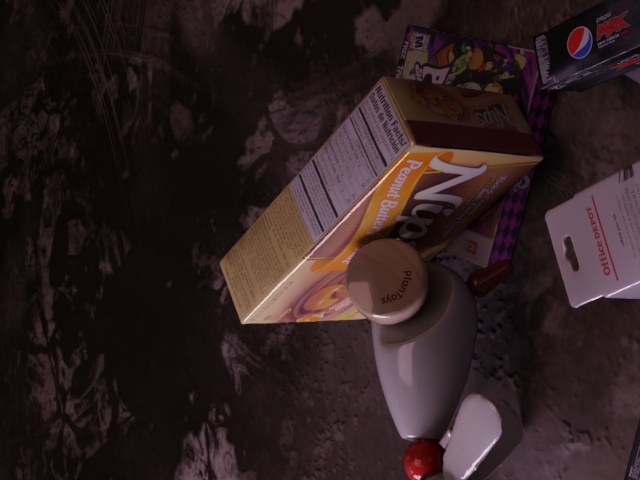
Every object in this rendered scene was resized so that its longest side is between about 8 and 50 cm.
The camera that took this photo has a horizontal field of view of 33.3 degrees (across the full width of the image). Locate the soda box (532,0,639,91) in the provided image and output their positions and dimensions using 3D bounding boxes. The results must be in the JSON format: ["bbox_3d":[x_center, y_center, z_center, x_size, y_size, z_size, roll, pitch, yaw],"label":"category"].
[{"bbox_3d":[0.269,-0.182,0.934,0.169,0.060,0.053,-20,76,52],"label":"soda box"}]

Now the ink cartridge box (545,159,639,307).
[{"bbox_3d":[0.299,-0.013,0.964,0.180,0.060,0.104,-31,64,45],"label":"ink cartridge box"}]

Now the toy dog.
[{"bbox_3d":[0.144,0.146,1.058,0.161,0.220,0.334,-18,90,11],"label":"toy dog"}]

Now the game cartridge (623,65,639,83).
[{"bbox_3d":[0.383,-0.267,0.873,0.230,0.068,0.355,50,129,46],"label":"game cartridge"}]

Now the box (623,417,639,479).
[{"bbox_3d":[0.315,0.204,0.855,0.077,0.147,0.180,22,104,49],"label":"box"}]

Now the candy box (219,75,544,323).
[{"bbox_3d":[0.055,-0.029,1.103,0.316,0.183,0.087,-47,56,39],"label":"candy box"}]

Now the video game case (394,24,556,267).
[{"bbox_3d":[0.148,-0.107,1.174,0.210,0.042,0.232,26,107,48],"label":"video game case"}]
